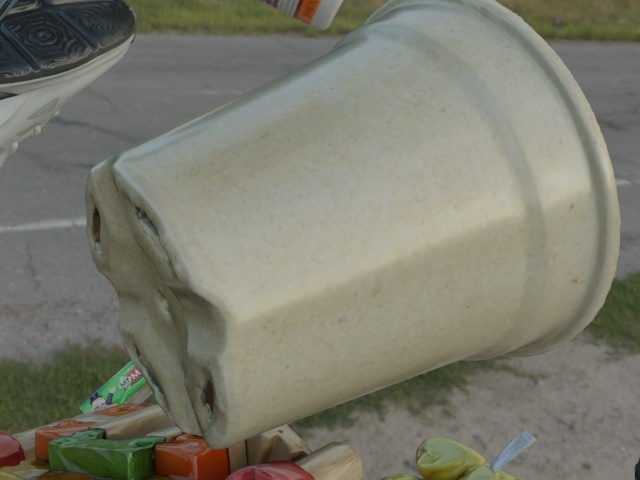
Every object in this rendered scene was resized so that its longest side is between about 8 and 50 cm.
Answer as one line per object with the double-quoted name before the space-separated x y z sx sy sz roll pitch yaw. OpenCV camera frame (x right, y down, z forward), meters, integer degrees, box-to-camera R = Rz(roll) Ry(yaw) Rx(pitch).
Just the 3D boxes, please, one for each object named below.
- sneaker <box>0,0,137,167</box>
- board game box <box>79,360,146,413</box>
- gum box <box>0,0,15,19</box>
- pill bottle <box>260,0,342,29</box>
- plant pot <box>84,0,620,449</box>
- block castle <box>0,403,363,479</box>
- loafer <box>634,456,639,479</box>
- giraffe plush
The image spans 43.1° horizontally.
"sneaker" -0.414 -0.132 0.950 0.169 0.257 0.447 43 56 18
"board game box" -0.303 0.236 1.417 0.213 0.046 0.317 -41 -4 -15
"gum box" -0.161 -0.162 0.425 0.184 0.041 0.157 -20 39 50
"pill bottle" -0.119 -0.473 1.107 0.392 0.224 0.224 25 21 -8
"plant pot" 0.000 0.000 0.643 0.305 0.333 0.334 -24 35 -28
"block castle" -0.182 0.335 0.796 0.453 0.303 0.213 -3 0 29
"loafer" 0.514 0.369 1.092 0.076 0.078 0.223 -32 37 -13
"giraffe plush" 0.189 0.333 0.935 0.210 0.170 0.181 -30 28 9
